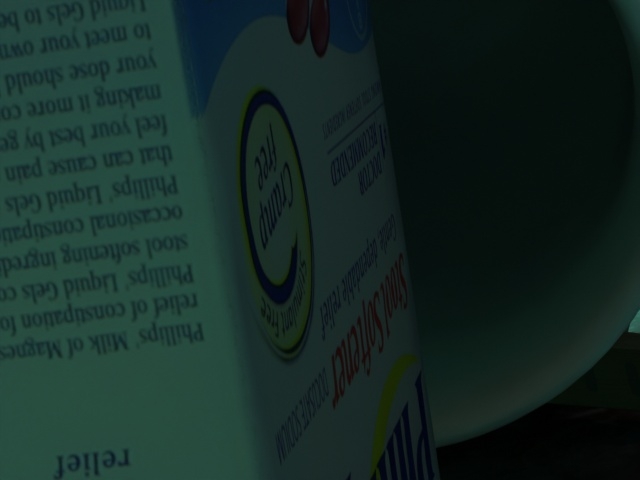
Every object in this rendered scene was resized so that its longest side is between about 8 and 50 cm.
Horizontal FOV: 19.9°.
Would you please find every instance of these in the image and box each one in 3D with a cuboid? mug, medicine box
[{"bbox_3d":[0.057,-0.132,0.847,0.374,0.276,0.328,-48,11,24],"label":"mug"},{"bbox_3d":[-0.060,0.040,0.586,0.149,0.289,0.263,-8,11,13],"label":"medicine box"}]

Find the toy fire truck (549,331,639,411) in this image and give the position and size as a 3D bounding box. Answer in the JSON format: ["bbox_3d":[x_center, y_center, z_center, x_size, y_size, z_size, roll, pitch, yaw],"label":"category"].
[{"bbox_3d":[0.213,-0.004,0.885,0.246,0.217,0.158,-24,13,-7],"label":"toy fire truck"}]

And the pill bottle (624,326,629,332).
[{"bbox_3d":[0.078,0.044,0.986,0.169,0.094,0.094,-12,12,-21],"label":"pill bottle"}]
